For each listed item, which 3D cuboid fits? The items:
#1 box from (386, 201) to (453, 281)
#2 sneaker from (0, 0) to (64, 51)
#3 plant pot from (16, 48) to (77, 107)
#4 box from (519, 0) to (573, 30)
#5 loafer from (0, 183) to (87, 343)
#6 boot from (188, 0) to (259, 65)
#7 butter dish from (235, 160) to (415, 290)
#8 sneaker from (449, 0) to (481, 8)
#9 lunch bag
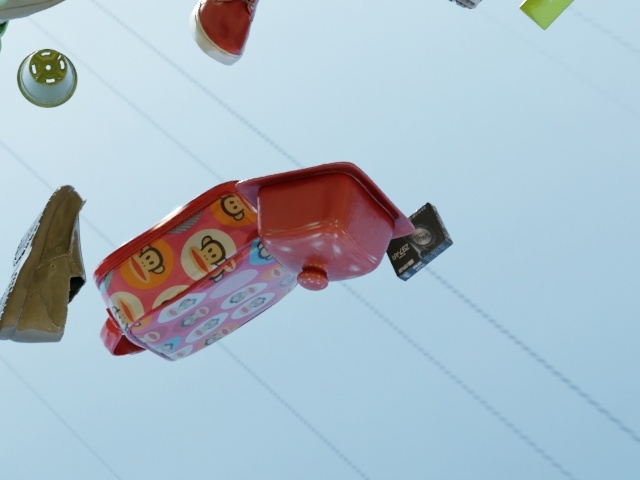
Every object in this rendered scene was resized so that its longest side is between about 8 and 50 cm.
[{"bbox_3d":[0.122,0.002,1.585,0.083,0.018,0.067,-39,-131,22],"label":"box"},{"bbox_3d":[-0.433,-0.267,1.509,0.410,0.182,0.158,-6,-126,27],"label":"sneaker"},{"bbox_3d":[-0.370,-0.228,1.699,0.083,0.079,0.083,1,-95,-14],"label":"plant pot"},{"bbox_3d":[0.288,-0.306,1.290,0.042,0.178,0.109,41,-133,-3],"label":"box"},{"bbox_3d":[-0.193,0.021,0.893,0.050,0.056,0.148,29,-136,-17],"label":"loafer"},{"bbox_3d":[-0.112,-0.384,1.868,0.088,0.176,0.244,29,-144,-24],"label":"boot"},{"bbox_3d":[0.000,0.000,1.372,0.160,0.160,0.118,-10,-125,31],"label":"butter dish"},{"bbox_3d":[0.155,-0.441,1.683,0.118,0.107,0.279,-31,-105,-3],"label":"sneaker"},{"bbox_3d":[-0.162,0.059,1.566,0.258,0.293,0.120,-35,-105,-4],"label":"lunch bag"}]
